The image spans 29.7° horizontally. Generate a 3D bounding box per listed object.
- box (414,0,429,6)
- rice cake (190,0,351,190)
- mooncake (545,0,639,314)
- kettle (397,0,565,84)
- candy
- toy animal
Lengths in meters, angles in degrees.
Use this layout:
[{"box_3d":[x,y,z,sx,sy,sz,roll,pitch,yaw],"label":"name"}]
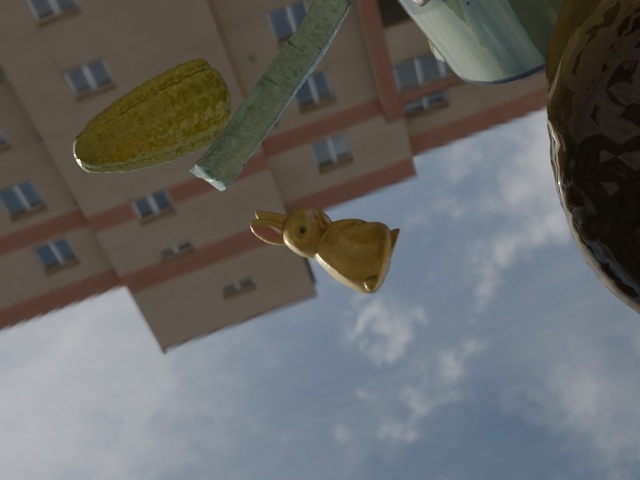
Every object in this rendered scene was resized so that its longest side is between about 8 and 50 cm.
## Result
[{"box_3d":[-0.007,-0.196,0.441,0.235,0.034,0.132,40,-117,12],"label":"box"},{"box_3d":[-0.047,-0.158,1.245,0.045,0.042,0.245,35,-102,-4],"label":"rice cake"},{"box_3d":[0.402,-0.130,1.090,0.394,0.393,0.246,-17,-155,16],"label":"mooncake"},{"box_3d":[0.182,-0.377,1.219,0.361,0.377,0.250,-20,-139,29],"label":"kettle"},{"box_3d":[-0.205,-0.137,1.443,0.199,0.094,0.106,-28,-92,-23],"label":"candy"},{"box_3d":[-0.001,0.000,1.285,0.159,0.070,0.083,23,-141,9],"label":"toy animal"}]
